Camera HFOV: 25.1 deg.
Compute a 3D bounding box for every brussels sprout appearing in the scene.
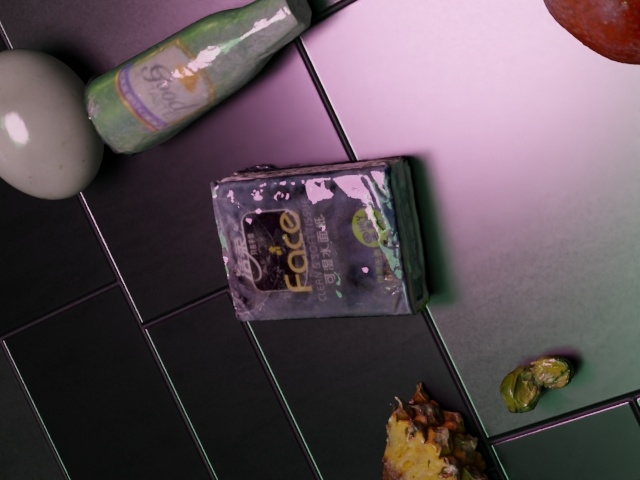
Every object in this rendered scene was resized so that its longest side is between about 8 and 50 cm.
[{"bbox_3d":[0.232,0.151,1.537,0.083,0.051,0.046,-30,120,10],"label":"brussels sprout"}]

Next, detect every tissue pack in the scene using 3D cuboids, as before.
[{"bbox_3d":[0.000,0.000,1.611,0.236,0.073,0.173,-3,102,31],"label":"tissue pack"}]

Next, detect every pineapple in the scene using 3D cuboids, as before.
[{"bbox_3d":[0.139,0.286,1.619,0.135,0.079,0.233,17,119,34],"label":"pineapple"}]

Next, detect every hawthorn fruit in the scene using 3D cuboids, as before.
[{"bbox_3d":[0.291,-0.242,1.313,0.173,0.173,0.172,9,109,28],"label":"hawthorn fruit"}]

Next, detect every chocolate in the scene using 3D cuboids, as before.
[{"bbox_3d":[-0.133,-0.197,1.617,0.291,0.110,0.110,-27,91,31],"label":"chocolate"}]

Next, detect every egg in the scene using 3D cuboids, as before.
[{"bbox_3d":[-0.340,-0.139,1.723,0.149,0.149,0.192,-28,97,34],"label":"egg"}]
